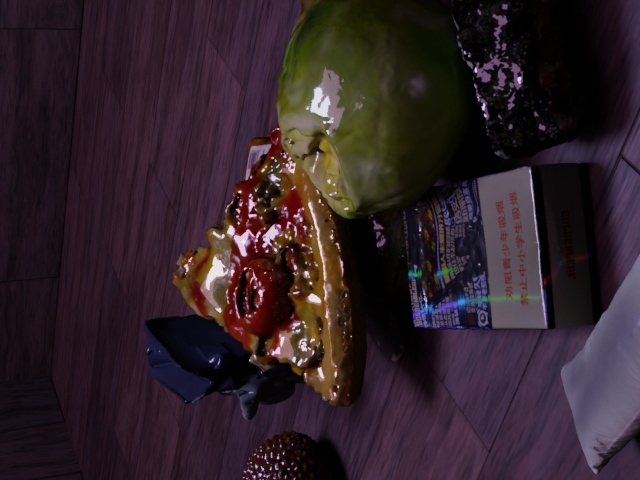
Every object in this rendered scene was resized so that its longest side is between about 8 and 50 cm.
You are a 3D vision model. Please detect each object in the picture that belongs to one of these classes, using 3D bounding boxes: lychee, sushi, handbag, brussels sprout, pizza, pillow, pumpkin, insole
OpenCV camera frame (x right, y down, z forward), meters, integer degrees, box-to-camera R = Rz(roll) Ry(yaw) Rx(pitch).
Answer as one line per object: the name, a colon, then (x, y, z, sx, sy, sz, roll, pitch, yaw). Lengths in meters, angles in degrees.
lychee: (-0.056, 0.436, 1.941, 0.188, 0.188, 0.188, 20, 112, 62)
sushi: (0.237, -0.205, 1.258, 0.115, 0.147, 0.212, -18, 84, 21)
handbag: (-0.117, 0.199, 1.838, 0.269, 0.326, 0.118, -152, 57, -61)
brussels sprout: (0.061, -0.194, 1.435, 0.344, 0.268, 0.344, -40, 35, 36)
pizza: (-0.108, 0.062, 1.692, 0.406, 0.130, 0.439, -17, 80, 41)
pillow: (0.337, 0.124, 1.178, 0.144, 0.078, 0.254, -107, 27, -44)
pumpkin: (0.081, -0.044, 1.642, 0.163, 0.111, 0.278, -35, 62, 56)
insole: (0.084, 0.094, 1.766, 0.081, 0.011, 0.248, -62, 40, 44)

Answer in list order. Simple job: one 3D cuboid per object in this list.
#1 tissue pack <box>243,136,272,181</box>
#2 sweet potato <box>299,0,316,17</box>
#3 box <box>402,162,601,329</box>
tissue pack: (-0.068, -0.098, 1.927, 0.226, 0.092, 0.183, 7, 91, 63)
sweet potato: (-0.010, -0.459, 1.812, 0.069, 0.059, 0.249, -163, 74, -76)
box: (0.222, 0.016, 1.383, 0.310, 0.084, 0.198, -8, 88, 64)
